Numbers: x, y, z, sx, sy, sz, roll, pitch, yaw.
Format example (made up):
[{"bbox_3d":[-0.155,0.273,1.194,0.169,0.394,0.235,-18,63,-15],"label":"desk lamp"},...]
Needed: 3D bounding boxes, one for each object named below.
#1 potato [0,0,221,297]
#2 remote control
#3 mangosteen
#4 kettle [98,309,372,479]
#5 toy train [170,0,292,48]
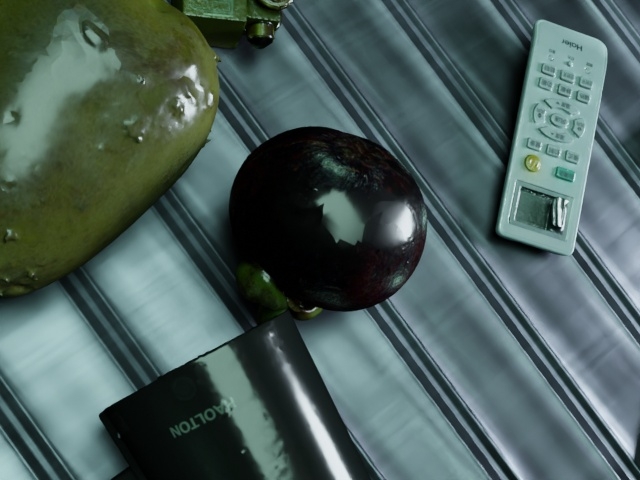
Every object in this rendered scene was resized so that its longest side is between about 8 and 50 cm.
[{"bbox_3d":[-0.270,-0.119,1.174,0.270,0.219,0.359,43,67,-10],"label":"potato"},{"bbox_3d":[0.283,-0.128,1.459,0.103,0.051,0.293,17,72,-13],"label":"remote control"},{"bbox_3d":[0.007,-0.009,1.255,0.216,0.216,0.216,6,72,-17],"label":"mangosteen"},{"bbox_3d":[-0.073,0.260,1.138,0.262,0.203,0.308,-27,87,-26],"label":"kettle"},{"bbox_3d":[-0.103,-0.331,1.369,0.137,0.090,0.226,3,73,-15],"label":"toy train"}]
